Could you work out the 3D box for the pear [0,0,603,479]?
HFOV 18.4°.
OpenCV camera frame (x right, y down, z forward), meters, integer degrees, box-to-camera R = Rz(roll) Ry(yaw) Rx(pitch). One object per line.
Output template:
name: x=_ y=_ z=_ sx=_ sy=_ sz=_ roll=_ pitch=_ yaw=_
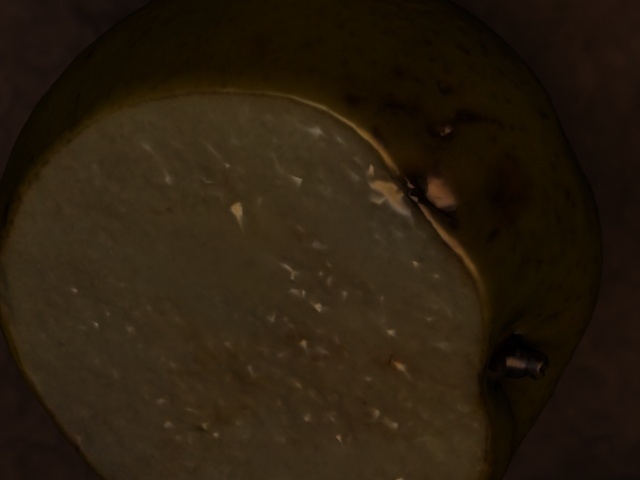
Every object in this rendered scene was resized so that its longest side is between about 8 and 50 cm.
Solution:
pear: x=0.000 y=0.000 z=0.463 sx=0.141 sy=0.104 sz=0.141 roll=12 pitch=119 yaw=23
